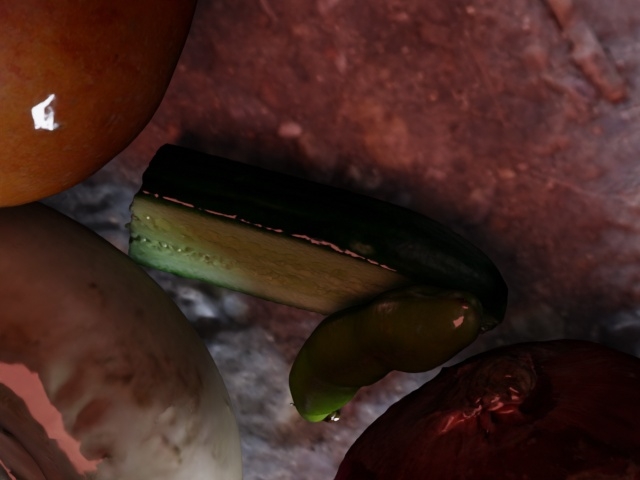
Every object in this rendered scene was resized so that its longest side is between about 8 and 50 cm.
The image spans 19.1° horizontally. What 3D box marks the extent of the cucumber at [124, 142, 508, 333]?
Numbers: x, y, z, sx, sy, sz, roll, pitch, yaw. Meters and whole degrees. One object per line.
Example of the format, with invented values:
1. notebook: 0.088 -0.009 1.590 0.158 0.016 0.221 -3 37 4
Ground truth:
1. cucumber: 0.000 0.000 1.166 0.243 0.063 0.115 17 157 9

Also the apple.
1. apple: -0.184 -0.135 1.062 0.253 0.253 0.254 10 122 16

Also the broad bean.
1. broad bean: 0.029 0.067 1.157 0.065 0.046 0.254 37 152 -8

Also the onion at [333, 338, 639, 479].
1. onion: 0.127 0.175 1.102 0.276 0.276 0.276 10 122 16

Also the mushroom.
1. mushroom: -0.235 0.145 1.204 0.362 0.295 0.362 11 125 16
